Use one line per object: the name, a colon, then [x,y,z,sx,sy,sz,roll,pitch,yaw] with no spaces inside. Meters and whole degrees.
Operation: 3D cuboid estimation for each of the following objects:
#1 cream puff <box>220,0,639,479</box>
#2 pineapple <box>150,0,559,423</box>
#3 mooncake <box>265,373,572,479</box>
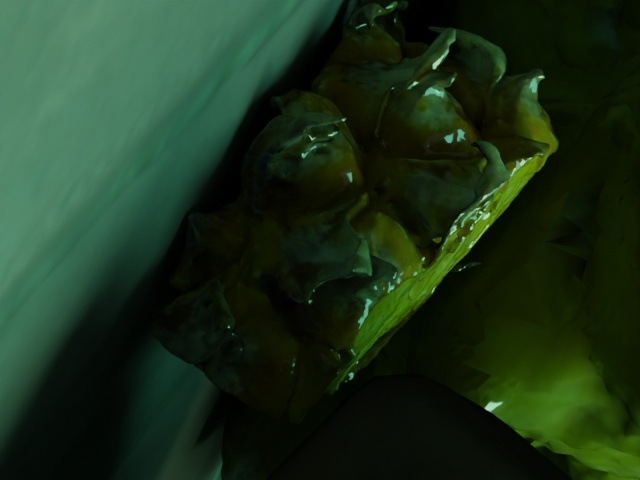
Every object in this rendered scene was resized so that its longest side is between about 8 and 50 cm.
cream puff: [0.142,0.046,0.647,0.378,0.378,0.275,-61,174,-5]
pineapple: [0.000,0.000,0.507,0.137,0.069,0.116,-44,169,-37]
mooncake: [-0.007,0.198,0.438,0.326,0.174,0.333,-17,141,-48]
